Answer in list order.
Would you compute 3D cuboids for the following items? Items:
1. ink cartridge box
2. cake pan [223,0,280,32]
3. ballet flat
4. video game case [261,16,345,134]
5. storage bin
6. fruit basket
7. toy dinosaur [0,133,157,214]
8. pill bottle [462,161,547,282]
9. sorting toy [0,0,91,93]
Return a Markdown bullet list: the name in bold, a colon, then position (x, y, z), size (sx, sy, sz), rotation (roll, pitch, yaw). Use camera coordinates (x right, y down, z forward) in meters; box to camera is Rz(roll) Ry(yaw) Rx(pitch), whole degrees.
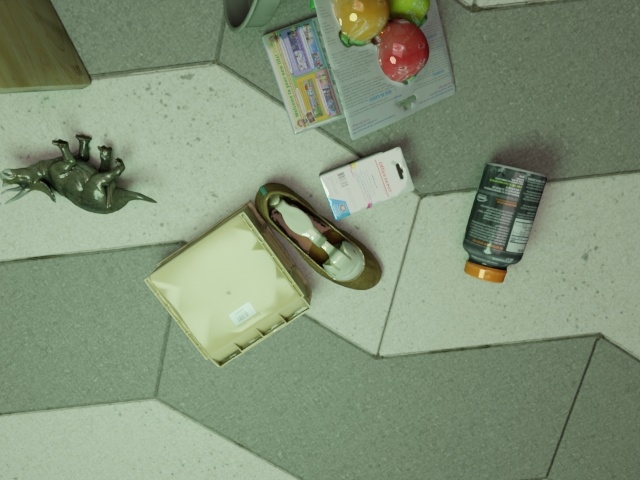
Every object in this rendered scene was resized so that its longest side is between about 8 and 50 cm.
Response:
- **ink cartridge box**: position (0.099, -0.126, 1.120), size (0.182, 0.061, 0.104), rotation (-20, 102, 4)
- **cake pan**: position (-0.114, -0.526, 0.936), size (0.054, 0.293, 0.292), rotation (1, 103, -25)
- **ballet flat**: position (0.000, 0.000, 1.113), size (0.342, 0.124, 0.116), rotation (43, 91, -9)
- **video game case**: position (0.002, -0.356, 1.091), size (0.194, 0.023, 0.212), rotation (-18, 102, 3)
- **storage bin**: position (-0.192, 0.097, 1.136), size (0.262, 0.123, 0.260), rotation (-34, 100, 6)
- **fruit basket**: position (0.116, -0.407, 0.980), size (0.327, 0.166, 0.352), rotation (-31, 118, -32)
- **toy dinosaur**: position (-0.497, -0.125, 1.107), size (0.314, 0.121, 0.160), rotation (19, 113, -9)
- **pill bottle**: position (0.382, -0.035, 1.106), size (0.131, 0.130, 0.245), rotation (13, 101, -3)
- **sorting toy**: position (-0.605, -0.392, 0.971), size (0.090, 0.255, 0.257), rotation (-20, 102, 20)
